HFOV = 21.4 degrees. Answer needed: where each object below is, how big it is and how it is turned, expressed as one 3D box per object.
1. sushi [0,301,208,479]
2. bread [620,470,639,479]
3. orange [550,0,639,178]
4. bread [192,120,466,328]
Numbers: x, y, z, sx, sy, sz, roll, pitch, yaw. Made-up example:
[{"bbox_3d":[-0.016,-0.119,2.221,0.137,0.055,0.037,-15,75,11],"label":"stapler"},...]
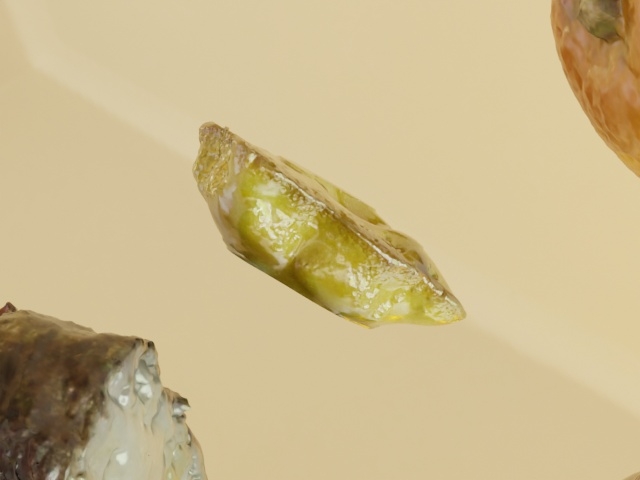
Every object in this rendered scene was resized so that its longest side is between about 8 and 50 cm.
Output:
[{"bbox_3d":[-0.195,0.172,1.196,0.182,0.196,0.343,5,-26,13],"label":"sushi"},{"bbox_3d":[0.157,0.133,0.746,0.074,0.053,0.132,56,-23,12],"label":"bread"},{"bbox_3d":[0.290,-0.155,1.023,0.312,0.312,0.312,39,-26,23],"label":"orange"},{"bbox_3d":[0.000,0.000,1.303,0.233,0.088,0.161,32,8,-15],"label":"bread"}]
